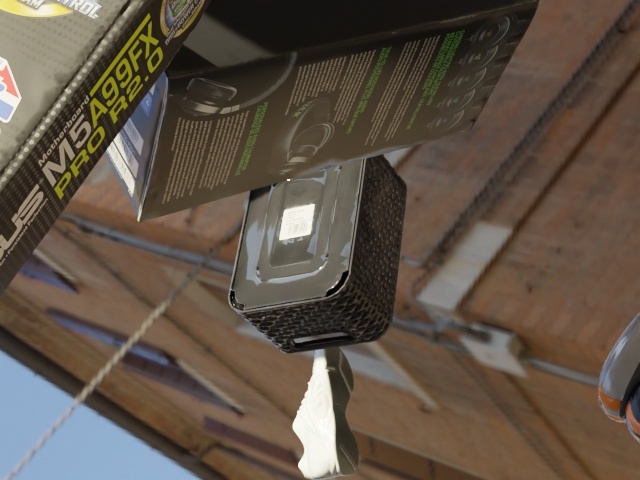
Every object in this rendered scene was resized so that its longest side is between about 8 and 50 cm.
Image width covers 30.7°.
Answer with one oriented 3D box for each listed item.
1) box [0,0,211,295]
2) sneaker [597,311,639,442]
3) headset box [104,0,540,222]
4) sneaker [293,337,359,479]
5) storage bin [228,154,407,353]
[{"bbox_3d":[-0.214,-0.110,0.536,0.216,0.270,0.060,-57,-15,-17],"label":"box"},{"bbox_3d":[0.364,0.043,0.851,0.321,0.180,0.125,-57,-36,2],"label":"sneaker"},{"bbox_3d":[-0.033,-0.174,0.772,0.283,0.246,0.131,-16,-29,-28],"label":"headset box"},{"bbox_3d":[-0.001,0.170,1.184,0.054,0.061,0.152,35,-137,-43],"label":"sneaker"},{"bbox_3d":[0.000,0.000,1.053,0.084,0.122,0.180,48,-139,-44],"label":"storage bin"}]
